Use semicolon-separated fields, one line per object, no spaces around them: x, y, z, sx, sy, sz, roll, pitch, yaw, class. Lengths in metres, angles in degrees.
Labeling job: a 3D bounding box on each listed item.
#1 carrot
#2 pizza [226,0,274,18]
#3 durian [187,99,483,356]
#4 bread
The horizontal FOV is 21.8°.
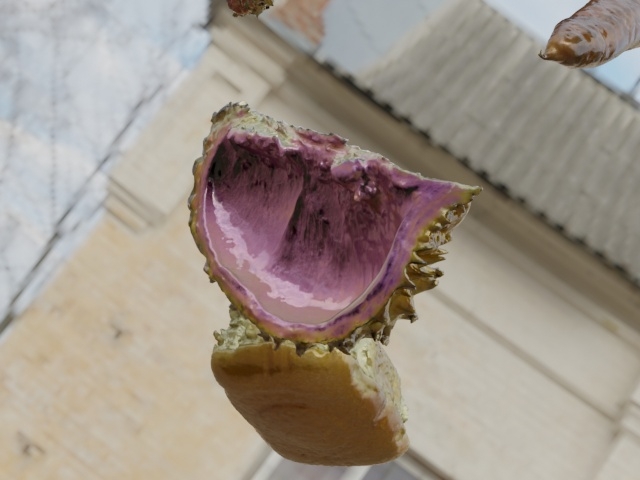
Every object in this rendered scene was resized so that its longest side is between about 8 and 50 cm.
0.190;-0.140;1.070;0.057;0.224;0.057;9;-70;25;carrot
-0.083;-0.290;1.905;0.099;0.029;0.100;41;-40;52;pizza
-0.001;0.000;1.436;0.112;0.191;0.341;14;5;-45;durian
-0.005;0.150;1.740;0.174;0.121;0.245;5;-33;25;bread
